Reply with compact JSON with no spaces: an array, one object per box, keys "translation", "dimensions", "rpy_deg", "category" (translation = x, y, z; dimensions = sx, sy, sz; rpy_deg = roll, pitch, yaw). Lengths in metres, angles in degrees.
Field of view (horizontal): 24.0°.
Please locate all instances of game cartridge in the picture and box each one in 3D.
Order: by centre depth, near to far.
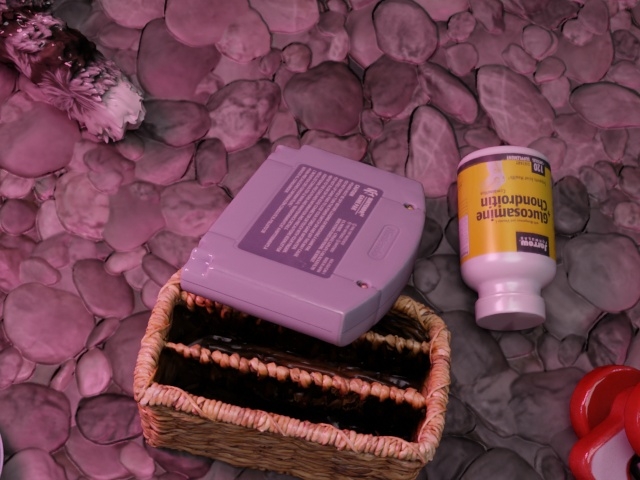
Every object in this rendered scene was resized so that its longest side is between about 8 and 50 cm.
[{"translation":[0.000,0.000,1.544],"dimensions":[0.196,0.060,0.294],"rpy_deg":[16,32,12],"category":"game cartridge"}]

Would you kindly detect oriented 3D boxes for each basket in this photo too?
[{"translation":[-0.021,0.115,1.504],"dimensions":[0.299,0.223,0.214],"rpy_deg":[13,70,1],"category":"basket"}]

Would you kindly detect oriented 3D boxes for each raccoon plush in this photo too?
[{"translation":[-0.340,-0.338,1.698],"dimensions":[0.446,0.216,0.299],"rpy_deg":[43,56,-20],"category":"raccoon plush"}]

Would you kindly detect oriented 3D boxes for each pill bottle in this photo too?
[{"translation":[0.201,-0.001,1.624],"dimensions":[0.103,0.103,0.184],"rpy_deg":[1,71,-4],"category":"pill bottle"}]

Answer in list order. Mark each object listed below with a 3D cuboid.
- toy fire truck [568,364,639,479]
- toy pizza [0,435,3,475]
[{"translation":[0.418,0.207,1.553],"dimensions":[0.302,0.169,0.254],"rpy_deg":[-37,96,-14],"category":"toy fire truck"},{"translation":[-0.419,0.228,1.516],"dimensions":[0.201,0.032,0.201],"rpy_deg":[2,53,-3],"category":"toy pizza"}]
